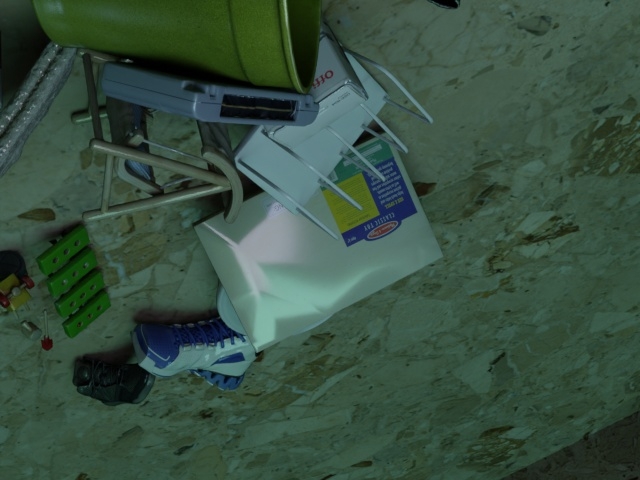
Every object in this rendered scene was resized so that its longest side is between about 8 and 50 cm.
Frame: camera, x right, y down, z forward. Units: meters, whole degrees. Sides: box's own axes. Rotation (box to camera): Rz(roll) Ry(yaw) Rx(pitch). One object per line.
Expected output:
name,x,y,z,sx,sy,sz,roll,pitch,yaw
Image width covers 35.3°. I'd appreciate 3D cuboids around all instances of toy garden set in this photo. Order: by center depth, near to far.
toy garden set,-0.515,0.103,1.927,0.204,0.049,0.244,-43,150,-29

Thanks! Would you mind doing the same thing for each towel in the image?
towel,-0.447,-0.182,1.504,0.049,0.187,0.282,33,77,-14

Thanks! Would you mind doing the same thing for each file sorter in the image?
file sorter,0.023,-0.168,1.714,0.278,0.173,0.193,-51,133,0

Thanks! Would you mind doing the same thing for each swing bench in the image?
swing bench,-0.260,-0.171,1.619,0.254,0.253,0.165,-1,136,-20

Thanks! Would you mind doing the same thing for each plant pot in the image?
plant pot,-0.194,-0.382,1.353,0.352,0.367,0.366,1,139,6

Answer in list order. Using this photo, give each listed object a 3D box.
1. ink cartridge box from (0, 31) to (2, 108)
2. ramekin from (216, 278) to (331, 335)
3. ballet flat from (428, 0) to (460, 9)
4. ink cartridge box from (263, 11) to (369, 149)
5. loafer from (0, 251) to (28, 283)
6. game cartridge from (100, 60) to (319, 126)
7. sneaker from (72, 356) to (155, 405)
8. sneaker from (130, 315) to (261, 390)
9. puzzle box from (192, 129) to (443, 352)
ink cartridge box,-0.613,-0.238,1.461,0.272,0.197,0.114,-21,139,4
ramekin,-0.084,0.069,2.040,0.272,0.127,0.273,-10,138,-9
ballet flat,0.162,-0.426,1.649,0.173,0.049,0.057,11,130,-29
ink cartridge box,-0.044,-0.280,1.597,0.158,0.218,0.092,-32,157,16
loafer,-0.681,0.094,1.882,0.267,0.096,0.084,-12,144,-10
game cartridge,-0.158,-0.208,1.425,0.294,0.196,0.060,-7,115,-57
sneaker,-0.448,0.298,2.151,0.130,0.087,0.227,25,152,-34
sneaker,-0.239,0.207,2.152,0.315,0.127,0.182,21,122,-45
puzzle box,0.000,0.000,1.887,0.408,0.052,0.272,-26,103,-7
